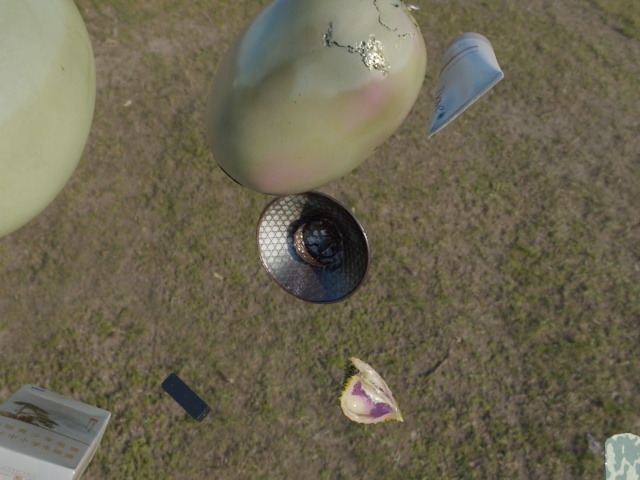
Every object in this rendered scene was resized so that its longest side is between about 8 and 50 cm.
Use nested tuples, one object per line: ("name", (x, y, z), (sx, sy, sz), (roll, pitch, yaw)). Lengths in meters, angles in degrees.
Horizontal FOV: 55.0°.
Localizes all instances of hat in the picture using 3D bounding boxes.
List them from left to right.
("hat", (0.000, 0.000, 0.977), (0.193, 0.193, 0.082), (24, 29, 15))

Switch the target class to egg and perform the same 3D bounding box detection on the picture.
("egg", (-0.293, -0.118, 0.483), (0.219, 0.219, 0.269), (6, 60, -4))

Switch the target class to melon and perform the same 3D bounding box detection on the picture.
("melon", (-0.010, -0.190, 0.772), (0.223, 0.317, 0.223), (36, 34, -29))

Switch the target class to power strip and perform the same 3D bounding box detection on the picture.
("power strip", (-0.260, 0.305, 1.193), (0.111, 0.029, 0.038), (35, 73, 26))

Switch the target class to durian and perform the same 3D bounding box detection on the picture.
("durian", (0.124, 0.395, 1.614), (0.183, 0.132, 0.165), (17, 68, -30))

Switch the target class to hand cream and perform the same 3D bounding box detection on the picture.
("hand cream", (0.218, -0.241, 0.933), (0.083, 0.133, 0.247), (41, 32, -12))

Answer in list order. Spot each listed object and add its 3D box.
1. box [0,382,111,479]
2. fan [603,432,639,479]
("box", (-0.406, 0.289, 0.890), (0.150, 0.067, 0.233), (24, 0, -8))
("fan", (0.456, 0.374, 0.902), (0.131, 0.240, 0.009), (-29, 18, -26))
